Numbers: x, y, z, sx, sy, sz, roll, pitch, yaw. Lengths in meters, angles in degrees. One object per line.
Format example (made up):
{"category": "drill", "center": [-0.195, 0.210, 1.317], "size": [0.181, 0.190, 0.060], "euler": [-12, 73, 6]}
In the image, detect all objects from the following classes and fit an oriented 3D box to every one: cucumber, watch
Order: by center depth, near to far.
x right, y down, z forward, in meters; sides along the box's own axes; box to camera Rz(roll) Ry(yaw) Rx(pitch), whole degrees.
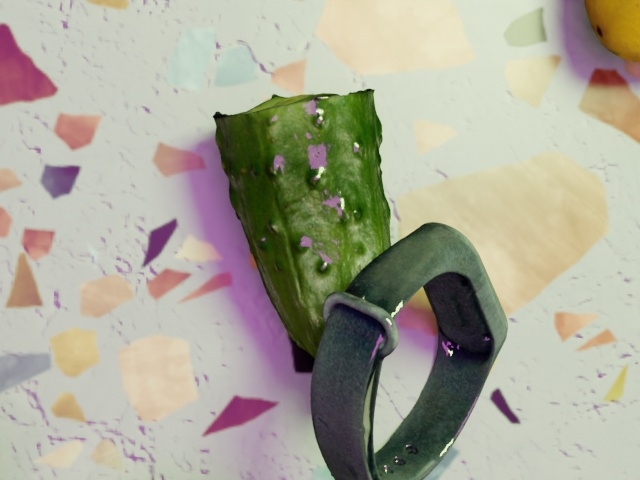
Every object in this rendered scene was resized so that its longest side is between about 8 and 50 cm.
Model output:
{"category": "watch", "center": [0.064, 0.094, 1.300], "size": [0.068, 0.206, 0.193], "euler": [23, 64, 32]}
{"category": "cucumber", "center": [0.002, 0.000, 1.330], "size": [0.134, 0.134, 0.244], "euler": [-9, 92, -8]}

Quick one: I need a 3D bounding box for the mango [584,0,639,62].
{"category": "mango", "center": [0.322, -0.265, 1.366], "size": [0.191, 0.160, 0.290], "euler": [31, 88, -14]}
